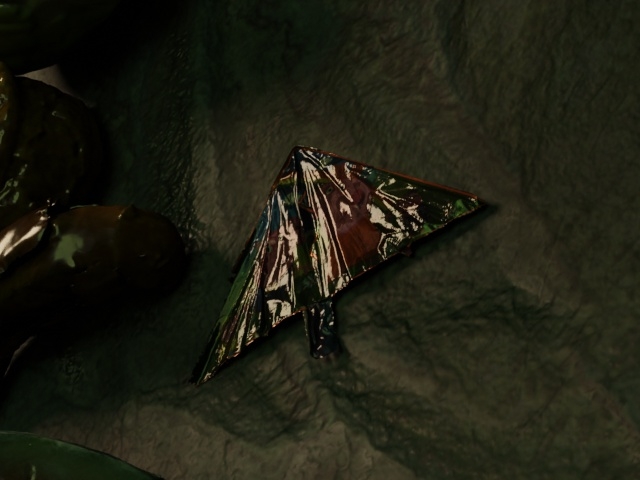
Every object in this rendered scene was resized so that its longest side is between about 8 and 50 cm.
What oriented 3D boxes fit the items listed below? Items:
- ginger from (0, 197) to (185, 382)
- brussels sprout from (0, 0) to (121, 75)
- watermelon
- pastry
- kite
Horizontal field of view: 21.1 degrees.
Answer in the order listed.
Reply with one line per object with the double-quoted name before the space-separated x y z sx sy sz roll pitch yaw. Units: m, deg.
"ginger" -0.269 0.046 1.616 0.309 0.133 0.107 -29 21 29
"brussels sprout" -0.326 -0.327 1.790 0.344 0.268 0.344 -35 34 27
"watermelon" -0.249 0.292 1.462 0.193 0.140 0.257 -13 65 48
"pastry" -0.331 -0.059 1.749 0.240 0.132 0.235 17 87 55
"kite" 0.000 0.000 1.466 0.321 0.016 0.234 -32 45 25
